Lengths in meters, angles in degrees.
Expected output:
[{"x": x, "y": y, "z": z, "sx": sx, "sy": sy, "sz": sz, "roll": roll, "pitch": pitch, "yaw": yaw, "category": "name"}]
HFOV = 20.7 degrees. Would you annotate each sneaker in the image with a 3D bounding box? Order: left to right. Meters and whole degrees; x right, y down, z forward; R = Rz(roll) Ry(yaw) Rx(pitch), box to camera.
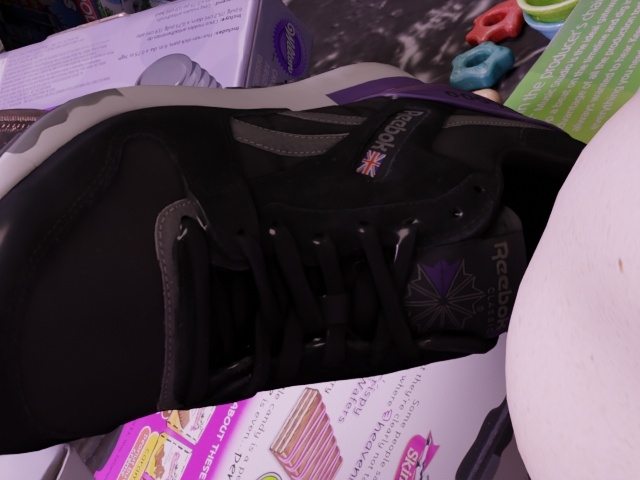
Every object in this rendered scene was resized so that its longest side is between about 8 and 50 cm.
[{"x": 0.000, "y": 0.000, "z": 0.589, "sx": 0.124, "sy": 0.107, "sz": 0.283, "roll": 15, "pitch": 26, "yaw": 35, "category": "sneaker"}]

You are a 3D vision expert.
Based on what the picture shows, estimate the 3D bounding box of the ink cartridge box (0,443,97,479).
[{"x": -0.108, "y": 0.180, "z": 0.610, "sx": 0.153, "sy": 0.208, "sz": 0.087, "roll": -13, "pitch": 32, "yaw": 27, "category": "ink cartridge box"}]

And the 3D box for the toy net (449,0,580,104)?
[{"x": 0.078, "y": -0.110, "z": 1.070, "sx": 0.232, "sy": 0.045, "sz": 0.122, "roll": -30, "pitch": 29, "yaw": 1, "category": "toy net"}]

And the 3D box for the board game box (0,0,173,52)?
[{"x": -0.162, "y": -0.165, "z": 1.273, "sx": 0.194, "sy": 0.194, "sz": 0.060, "roll": 19, "pitch": 52, "yaw": 37, "category": "board game box"}]

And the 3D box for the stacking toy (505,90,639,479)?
[{"x": 0.304, "y": 0.088, "z": 0.363, "sx": 0.480, "sy": 0.350, "sz": 0.350, "roll": -13, "pitch": 28, "yaw": -6, "category": "stacking toy"}]

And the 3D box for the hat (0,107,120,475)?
[{"x": -0.225, "y": 0.057, "z": 0.862, "sx": 0.331, "sy": 0.134, "sz": 0.331, "roll": -9, "pitch": 64, "yaw": 20, "category": "hat"}]

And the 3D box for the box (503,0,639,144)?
[{"x": 0.243, "y": -0.094, "z": 0.703, "sx": 0.322, "sy": 0.058, "sz": 0.232, "roll": -1, "pitch": 40, "yaw": 41, "category": "box"}]

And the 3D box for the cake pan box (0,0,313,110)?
[{"x": -0.142, "y": -0.007, "z": 1.002, "sx": 0.267, "sy": 0.070, "sz": 0.245, "roll": -12, "pitch": 54, "yaw": 30, "category": "cake pan box"}]

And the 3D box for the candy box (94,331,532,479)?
[{"x": 0.008, "y": 0.091, "z": 0.731, "sx": 0.233, "sy": 0.071, "sz": 0.159, "roll": 23, "pitch": 84, "yaw": 56, "category": "candy box"}]
